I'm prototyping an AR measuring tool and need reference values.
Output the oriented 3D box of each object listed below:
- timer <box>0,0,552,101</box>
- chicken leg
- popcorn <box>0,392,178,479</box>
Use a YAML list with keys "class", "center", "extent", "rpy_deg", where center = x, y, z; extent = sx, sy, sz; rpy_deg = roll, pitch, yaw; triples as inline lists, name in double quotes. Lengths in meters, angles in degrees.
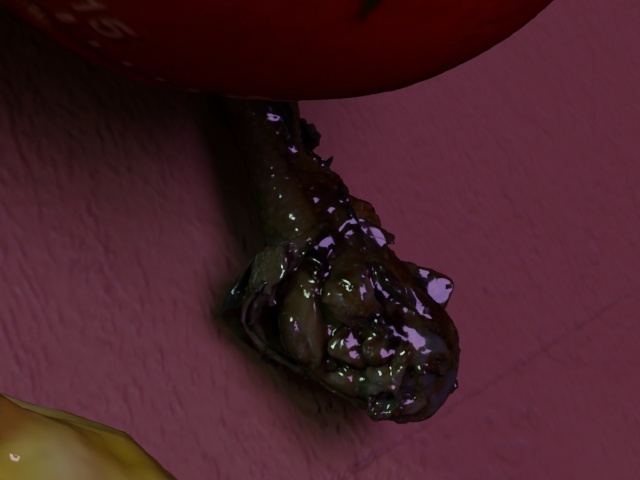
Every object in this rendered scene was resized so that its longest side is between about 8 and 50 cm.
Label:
- class: "timer"
  center: [-0.022, -0.249, 0.827]
  extent: [0.378, 0.279, 0.378]
  rpy_deg: [-9, 104, -41]
- class: "chicken leg"
  center: [-0.003, 0.003, 0.934]
  extent: [0.196, 0.080, 0.125]
  rpy_deg: [52, 31, -6]
- class: "popcorn"
  center: [-0.096, 0.176, 0.584]
  extent: [0.281, 0.316, 0.297]
  rpy_deg: [-19, 58, -31]
